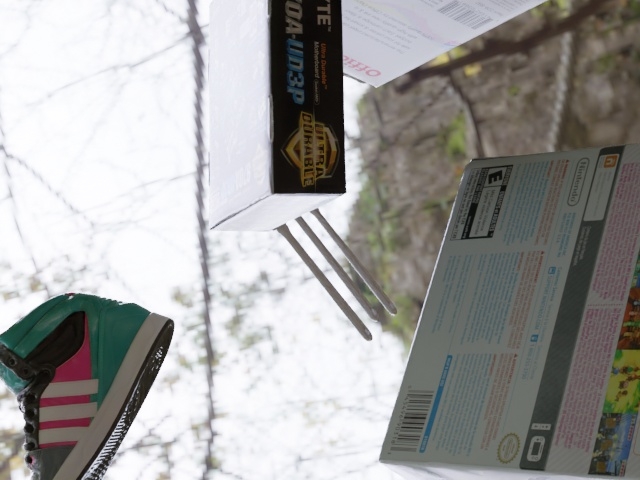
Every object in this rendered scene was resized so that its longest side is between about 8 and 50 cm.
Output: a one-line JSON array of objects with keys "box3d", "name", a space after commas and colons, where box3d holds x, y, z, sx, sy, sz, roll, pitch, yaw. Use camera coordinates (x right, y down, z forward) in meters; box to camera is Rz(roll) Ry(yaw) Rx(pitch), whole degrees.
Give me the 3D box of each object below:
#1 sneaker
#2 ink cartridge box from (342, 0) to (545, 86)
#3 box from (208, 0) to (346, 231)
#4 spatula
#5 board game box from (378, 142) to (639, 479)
[{"box3d": [-0.301, 0.177, 1.618, 0.295, 0.178, 0.124, -62, -9, -16], "name": "sneaker"}, {"box3d": [0.061, -0.222, 1.242, 0.154, 0.212, 0.093, 20, -121, -37], "name": "ink cartridge box"}, {"box3d": [-0.035, -0.103, 1.029, 0.051, 0.220, 0.175, 1, -96, -14], "name": "box"}, {"box3d": [0.000, 0.000, 1.683, 0.242, 0.019, 0.168, 51, -161, 2], "name": "spatula"}, {"box3d": [0.206, 0.053, 0.888, 0.097, 0.303, 0.224, 39, -120, -40], "name": "board game box"}]
